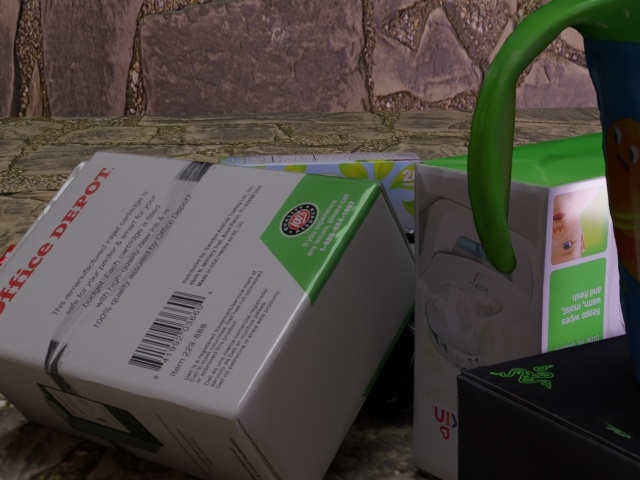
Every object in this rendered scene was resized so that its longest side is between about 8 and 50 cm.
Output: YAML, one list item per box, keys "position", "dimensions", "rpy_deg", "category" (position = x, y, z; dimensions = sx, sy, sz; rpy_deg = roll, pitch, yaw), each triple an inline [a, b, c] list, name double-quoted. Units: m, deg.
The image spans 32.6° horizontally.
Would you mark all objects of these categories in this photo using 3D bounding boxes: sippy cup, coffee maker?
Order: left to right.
- position: [0.088, 0.070, 0.942]
  dimensions: [0.171, 0.120, 0.178]
  rpy_deg: [6, 16, 24]
  category: "coffee maker"
- position: [0.248, -0.030, 0.564]
  dimensions: [0.305, 0.224, 0.240]
  rpy_deg: [5, 16, 30]
  category: "sippy cup"

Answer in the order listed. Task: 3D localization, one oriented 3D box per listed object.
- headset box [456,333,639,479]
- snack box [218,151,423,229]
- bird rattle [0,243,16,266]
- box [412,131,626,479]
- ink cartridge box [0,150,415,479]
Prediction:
- position: [0.242, 0.143, 0.607]
  dimensions: [0.283, 0.131, 0.246]
  rpy_deg: [-9, 15, -27]
  category: "headset box"
- position: [0.000, 0.000, 1.119]
  dimensions: [0.207, 0.175, 0.070]
  rpy_deg: [-1, 12, -5]
  category: "snack box"
- position: [-0.390, 0.067, 0.990]
  dimensions: [0.206, 0.143, 0.253]
  rpy_deg: [-14, 7, 15]
  category: "bird rattle"
- position: [0.198, 0.046, 0.797]
  dimensions: [0.262, 0.231, 0.126]
  rpy_deg: [-11, 16, -37]
  category: "box"
- position: [-0.100, 0.052, 0.826]
  dimensions: [0.289, 0.121, 0.211]
  rpy_deg: [9, 54, 35]
  category: "ink cartridge box"
